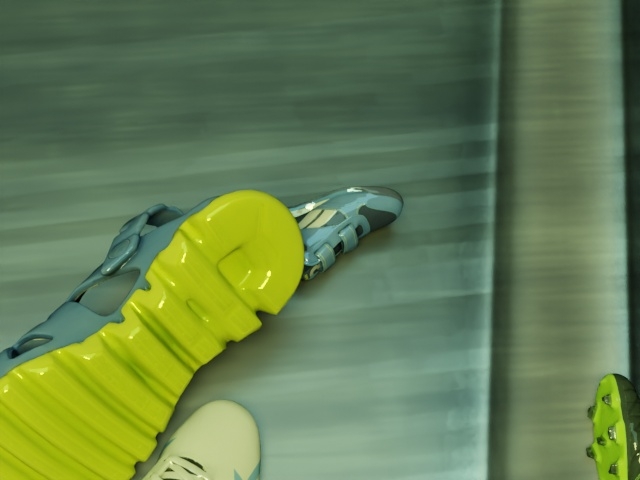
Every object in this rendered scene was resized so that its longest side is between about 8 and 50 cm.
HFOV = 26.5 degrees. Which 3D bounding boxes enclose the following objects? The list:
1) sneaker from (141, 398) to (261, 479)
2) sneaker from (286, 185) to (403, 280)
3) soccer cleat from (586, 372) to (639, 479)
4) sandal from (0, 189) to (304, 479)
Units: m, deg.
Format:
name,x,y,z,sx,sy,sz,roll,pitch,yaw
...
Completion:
name,x,y,z,sx,sy,sz,roll,pitch,yaw
sneaker,-0.112,0.204,0.935,0.085,0.086,0.237,26,59,13
sneaker,0.000,0.000,1.071,0.144,0.053,0.059,-18,63,-2
soccer cleat,0.243,0.182,0.983,0.072,0.060,0.179,-5,68,-16
sandal,-0.156,0.079,0.996,0.317,0.126,0.138,-40,28,-15
